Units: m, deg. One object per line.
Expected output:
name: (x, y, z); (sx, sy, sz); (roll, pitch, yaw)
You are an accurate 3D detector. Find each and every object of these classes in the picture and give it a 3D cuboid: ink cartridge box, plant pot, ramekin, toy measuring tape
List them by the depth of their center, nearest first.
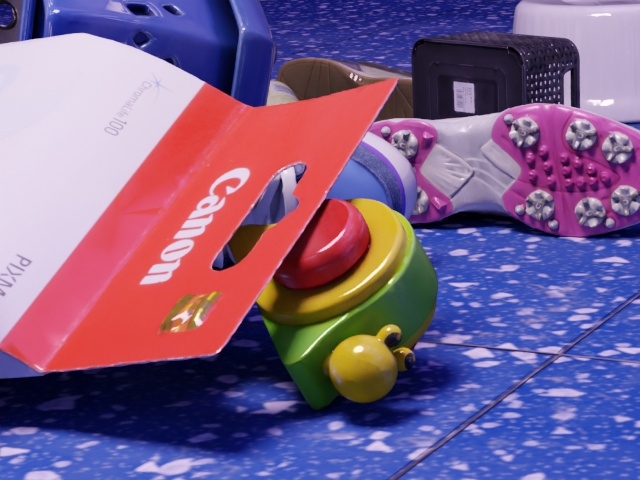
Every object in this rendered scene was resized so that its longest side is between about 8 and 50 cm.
toy measuring tape: (0.000, 0.000, 1.215); (0.121, 0.121, 0.330); (-6, 31, -14)
ink cartridge box: (-0.177, -0.036, 1.218); (0.385, 0.091, 0.308); (-6, 33, 32)
plant pot: (-0.166, -0.149, 1.675); (0.212, 0.236, 0.236); (2, 31, -16)
ramekin: (0.361, -0.229, 2.206); (0.277, 0.135, 0.277); (-2, 13, 1)

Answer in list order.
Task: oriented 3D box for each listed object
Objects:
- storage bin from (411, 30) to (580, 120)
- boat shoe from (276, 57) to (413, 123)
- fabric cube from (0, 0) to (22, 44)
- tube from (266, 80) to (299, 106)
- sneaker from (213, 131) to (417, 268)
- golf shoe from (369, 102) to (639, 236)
storage bin: (0.186, -0.157, 1.952); (0.084, 0.122, 0.180); (-13, 16, -36)
boat shoe: (0.054, -0.173, 2.173); (0.223, 0.080, 0.073); (11, 12, 30)
fabric cube: (-0.472, -0.216, 2.015); (0.258, 0.254, 0.259); (1, 21, 23)
tube: (-0.043, -0.121, 2.015); (0.070, 0.062, 0.240); (-46, 18, 6)
sneaker: (-0.104, -0.007, 1.404); (0.322, 0.130, 0.236); (6, 25, 13)
golf shoe: (0.176, -0.070, 1.610); (0.306, 0.115, 0.140); (5, 12, 27)
